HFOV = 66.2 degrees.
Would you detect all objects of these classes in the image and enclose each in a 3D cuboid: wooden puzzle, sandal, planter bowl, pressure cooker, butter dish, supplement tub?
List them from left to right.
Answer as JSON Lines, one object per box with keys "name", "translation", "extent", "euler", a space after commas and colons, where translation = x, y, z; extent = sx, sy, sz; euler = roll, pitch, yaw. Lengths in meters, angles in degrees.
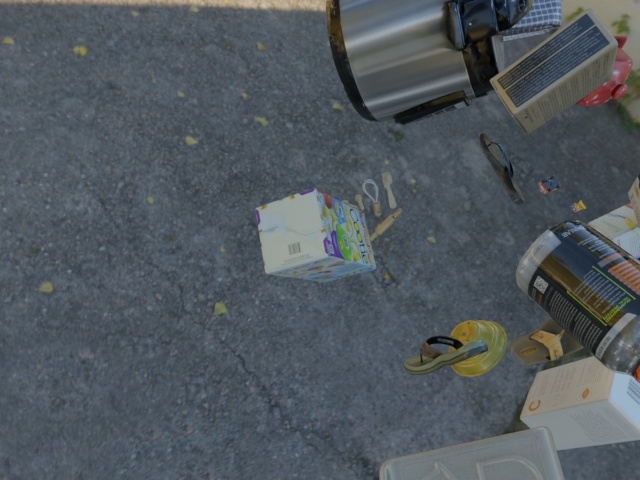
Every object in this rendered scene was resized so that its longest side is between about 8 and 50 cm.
{"name": "pressure cooker", "translation": [0.262, -0.490, 1.134], "extent": [0.375, 0.421, 0.369], "euler": [37, 48, -57]}
{"name": "sandal", "translation": [0.334, 0.297, 1.338], "extent": [0.120, 0.303, 0.086], "euler": [-15, 74, -32]}
{"name": "planter bowl", "translation": [0.495, 0.332, 1.623], "extent": [0.090, 0.217, 0.217], "euler": [43, 47, -22]}
{"name": "wooden puzzle", "translation": [0.299, 0.536, 0.900], "extent": [0.348, 0.080, 0.322], "euler": [-10, 77, -7]}
{"name": "sandal", "translation": [0.570, -0.230, 1.517], "extent": [0.097, 0.054, 0.254], "euler": [-5, 65, -56]}
{"name": "sandal", "translation": [0.392, 0.179, 0.854], "extent": [0.049, 0.180, 0.072], "euler": [-24, 72, -37]}
{"name": "butter dish", "translation": [0.627, -0.358, 1.094], "extent": [0.160, 0.159, 0.118], "euler": [-14, 54, -28]}
{"name": "supplement tub", "translation": [0.337, 0.072, 0.576], "extent": [0.117, 0.117, 0.190], "euler": [-4, 39, -30]}

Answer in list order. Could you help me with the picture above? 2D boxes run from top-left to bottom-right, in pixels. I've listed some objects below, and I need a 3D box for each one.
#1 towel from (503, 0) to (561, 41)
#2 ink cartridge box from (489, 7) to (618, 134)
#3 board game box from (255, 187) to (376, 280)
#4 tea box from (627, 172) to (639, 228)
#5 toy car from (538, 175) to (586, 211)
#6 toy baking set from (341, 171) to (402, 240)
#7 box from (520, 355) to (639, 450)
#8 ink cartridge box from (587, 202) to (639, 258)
{"name": "towel", "translation": [0.549, -0.713, 1.431], "extent": [0.284, 0.121, 0.234], "euler": [-10, 99, -3]}
{"name": "ink cartridge box", "translation": [0.447, -0.309, 0.939], "extent": [0.088, 0.193, 0.235], "euler": [62, 25, 12]}
{"name": "board game box", "translation": [0.000, 0.000, 1.070], "extent": [0.275, 0.144, 0.142], "euler": [19, 58, -64]}
{"name": "tea box", "translation": [1.042, -0.129, 1.320], "extent": [0.220, 0.323, 0.329], "euler": [8, 48, 8]}
{"name": "toy car", "translation": [0.574, -0.102, 1.186], "extent": [0.060, 0.040, 0.122], "euler": [-39, 85, -29]}
{"name": "toy baking set", "translation": [0.184, -0.110, 1.710], "extent": [0.197, 0.256, 0.030], "euler": [39, 23, -24]}
{"name": "box", "translation": [0.854, 0.518, 1.577], "extent": [0.168, 0.345, 0.215], "euler": [44, 53, 0]}
{"name": "ink cartridge box", "translation": [1.000, -0.021, 1.609], "extent": [0.127, 0.176, 0.128], "euler": [-114, 178, -62]}
